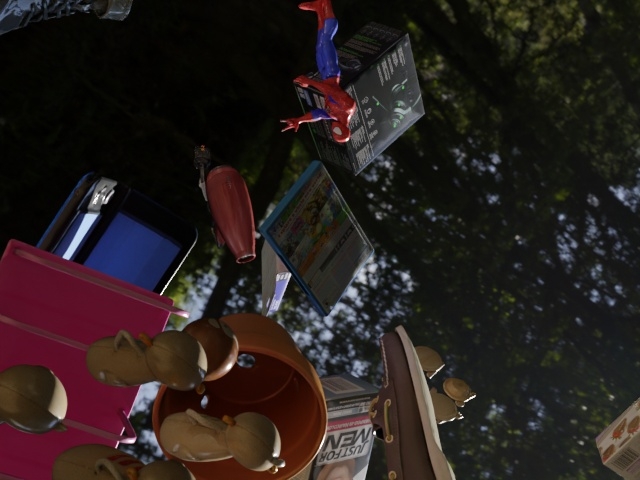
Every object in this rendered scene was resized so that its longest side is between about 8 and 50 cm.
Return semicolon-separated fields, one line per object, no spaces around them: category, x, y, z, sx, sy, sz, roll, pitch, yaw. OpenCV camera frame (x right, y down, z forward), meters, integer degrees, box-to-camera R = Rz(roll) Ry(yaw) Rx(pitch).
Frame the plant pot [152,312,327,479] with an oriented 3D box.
plant pot;-0.135;0.260;1.387;0.291;0.291;0.203;-49;-163;18

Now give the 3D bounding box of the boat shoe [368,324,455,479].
boat shoe;0.119;0.267;1.119;0.096;0.117;0.324;-18;-129;7

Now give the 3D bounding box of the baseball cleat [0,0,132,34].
baseball cleat;-0.231;-0.226;0.707;0.072;0.109;0.206;-21;-146;50

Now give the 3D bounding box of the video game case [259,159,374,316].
video game case;0.000;0.000;0.984;0.015;0.166;0.119;13;-124;43

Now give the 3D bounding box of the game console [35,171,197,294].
game console;-0.361;0.057;1.295;0.293;0.173;0.250;-57;-179;0

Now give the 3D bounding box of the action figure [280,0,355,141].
action figure;-0.019;-0.309;1.435;0.091;0.139;0.281;144;-68;-74

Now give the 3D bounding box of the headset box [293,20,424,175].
headset box;0.107;-0.345;1.871;0.283;0.246;0.131;-43;-132;-19

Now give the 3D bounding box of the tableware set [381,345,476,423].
tableware set;0.205;0.265;1.450;0.168;0.141;0.020;39;-50;26

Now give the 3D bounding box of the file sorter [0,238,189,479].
file sorter;-0.287;0.169;0.831;0.182;0.202;0.291;-1;-113;68

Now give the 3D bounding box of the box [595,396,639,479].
box;0.524;0.212;1.103;0.324;0.067;0.063;-55;-172;24

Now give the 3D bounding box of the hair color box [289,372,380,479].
hair color box;-0.003;0.474;1.611;0.113;0.185;0.375;19;-79;43

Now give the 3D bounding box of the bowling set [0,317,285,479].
bowling set;-0.108;0.125;0.586;0.154;0.287;0.200;-9;-139;46

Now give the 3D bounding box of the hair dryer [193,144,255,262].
hair dryer;-0.177;-0.049;1.550;0.080;0.224;0.293;-17;-149;-10

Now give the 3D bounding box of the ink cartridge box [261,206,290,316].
ink cartridge box;-0.103;0.073;1.831;0.223;0.045;0.224;113;-21;-59
